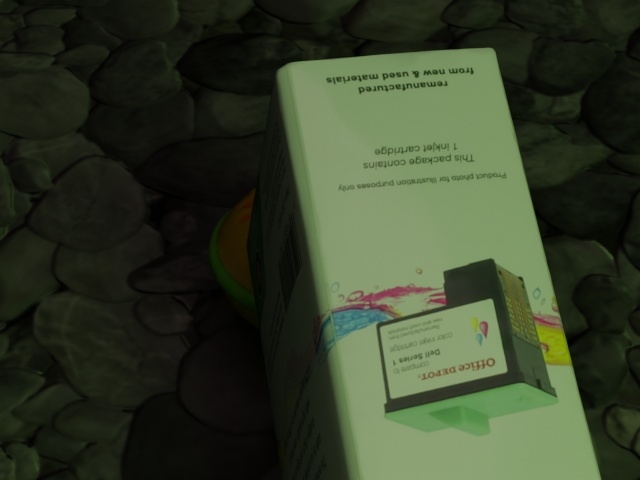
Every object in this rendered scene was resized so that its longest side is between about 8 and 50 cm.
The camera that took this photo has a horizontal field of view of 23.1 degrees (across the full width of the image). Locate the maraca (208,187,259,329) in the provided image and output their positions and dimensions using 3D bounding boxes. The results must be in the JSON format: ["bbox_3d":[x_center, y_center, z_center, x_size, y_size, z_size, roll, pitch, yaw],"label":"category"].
[{"bbox_3d":[0.000,0.000,1.006,0.127,0.099,0.185,21,34,8],"label":"maraca"}]

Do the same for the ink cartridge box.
[{"bbox_3d":[0.043,0.075,0.788,0.117,0.201,0.278,-5,65,-10],"label":"ink cartridge box"}]
